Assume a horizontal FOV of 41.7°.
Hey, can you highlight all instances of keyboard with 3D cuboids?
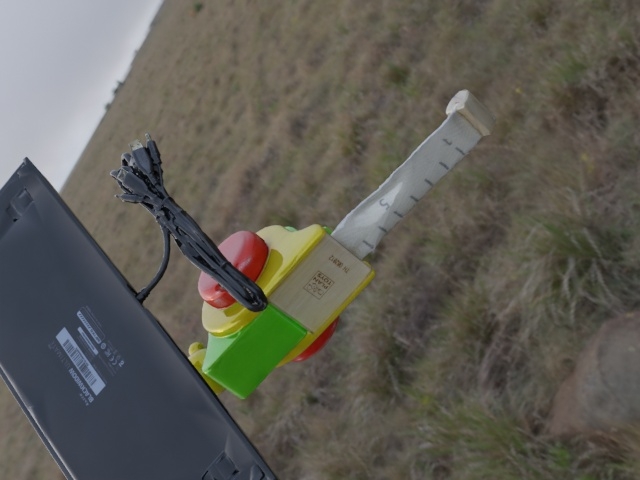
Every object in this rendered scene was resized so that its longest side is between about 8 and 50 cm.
[{"bbox_3d":[-0.132,0.056,0.578,0.201,0.317,0.033,-47,-24,9],"label":"keyboard"}]

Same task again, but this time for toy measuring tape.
[{"bbox_3d":[0.000,0.000,0.692,0.330,0.121,0.121,-47,18,7],"label":"toy measuring tape"}]
